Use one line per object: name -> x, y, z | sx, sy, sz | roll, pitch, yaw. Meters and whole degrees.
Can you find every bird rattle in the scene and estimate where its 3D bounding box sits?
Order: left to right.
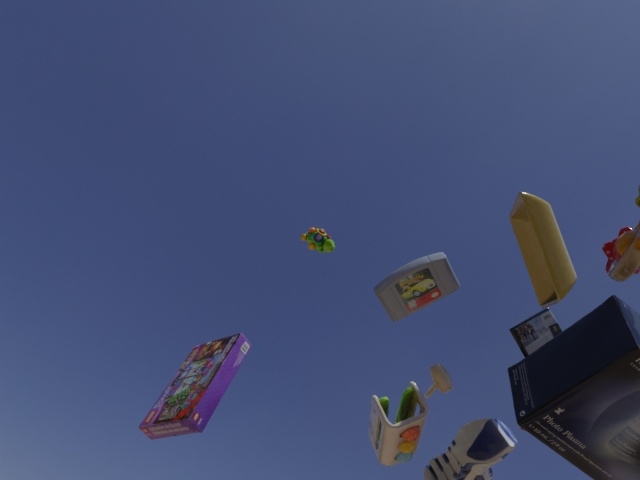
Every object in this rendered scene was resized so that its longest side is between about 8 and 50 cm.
bird rattle -> 0.668, 0.002, 1.088 | 0.143, 0.207, 0.253 | 39, -34, 17

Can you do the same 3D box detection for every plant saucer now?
plant saucer -> 0.685, 0.031, 1.570 | 0.081, 0.332, 0.333 | -17, -15, 11

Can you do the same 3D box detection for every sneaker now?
sneaker -> 0.477, 0.661, 1.566 | 0.182, 0.127, 0.315 | 18, -58, -38

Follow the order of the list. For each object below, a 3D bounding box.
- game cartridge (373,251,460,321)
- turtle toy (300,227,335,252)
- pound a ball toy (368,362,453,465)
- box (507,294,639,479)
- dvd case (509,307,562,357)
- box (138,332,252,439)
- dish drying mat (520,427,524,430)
game cartridge -> 0.356, 0.169, 1.904 | 0.294, 0.060, 0.196 | -29, -62, 7
turtle toy -> 0.000, 0.000, 1.769 | 0.130, 0.095, 0.066 | 48, -62, 33
pound a ball toy -> 0.256, 0.498, 1.413 | 0.208, 0.135, 0.319 | -16, -41, -13
box -> 0.610, 0.325, 1.055 | 0.296, 0.182, 0.294 | 36, -61, -8
dvd case -> 0.780, 0.380, 1.753 | 0.253, 0.180, 0.022 | 63, -20, 11
box -> -0.328, 0.385, 1.367 | 0.201, 0.293, 0.057 | -22, -66, 32
dish drying mat -> 0.597, 0.514, 1.432 | 0.032, 0.008, 0.083 | 20, -46, -1
